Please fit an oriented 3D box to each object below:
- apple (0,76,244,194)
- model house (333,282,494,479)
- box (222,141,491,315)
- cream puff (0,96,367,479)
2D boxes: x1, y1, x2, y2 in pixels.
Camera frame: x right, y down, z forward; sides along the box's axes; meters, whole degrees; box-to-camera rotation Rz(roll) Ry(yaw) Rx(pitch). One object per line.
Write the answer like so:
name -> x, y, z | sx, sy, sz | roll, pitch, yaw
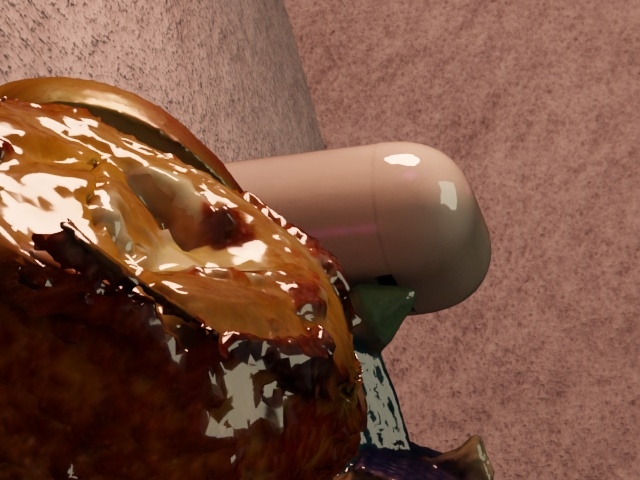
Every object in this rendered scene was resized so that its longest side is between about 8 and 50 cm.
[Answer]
apple -> -0.157, 0.017, 1.152 | 0.254, 0.179, 0.346 | 21, -40, 49
model house -> 0.015, 0.213, 1.429 | 0.245, 0.280, 0.312 | -7, 78, -82
box -> 0.000, 0.001, 1.553 | 0.289, 0.349, 0.141 | 55, 31, -66
cream puff -> -0.129, 0.068, 0.851 | 0.350, 0.229, 0.350 | 26, 17, -9
